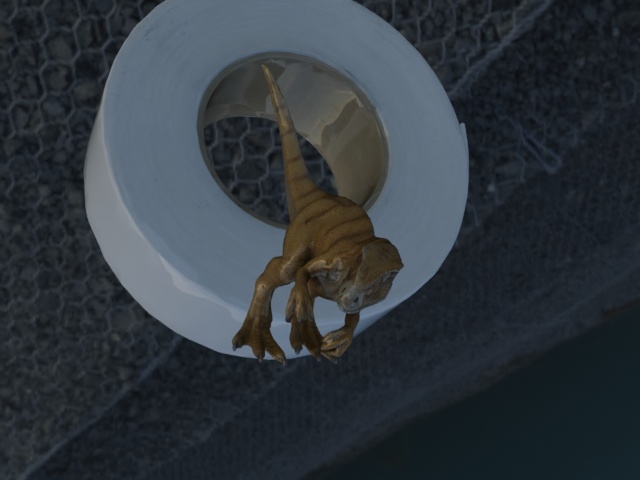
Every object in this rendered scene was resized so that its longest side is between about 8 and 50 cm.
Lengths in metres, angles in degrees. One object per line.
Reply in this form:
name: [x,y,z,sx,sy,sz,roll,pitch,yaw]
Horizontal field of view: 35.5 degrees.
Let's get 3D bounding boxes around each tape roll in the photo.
tape roll: [-0.032,-0.057,0.767,0.286,0.286,0.100,14,153,-15]

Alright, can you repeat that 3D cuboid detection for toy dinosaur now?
toy dinosaur: [0.000,0.000,0.495,0.064,0.211,0.112,18,107,-25]
